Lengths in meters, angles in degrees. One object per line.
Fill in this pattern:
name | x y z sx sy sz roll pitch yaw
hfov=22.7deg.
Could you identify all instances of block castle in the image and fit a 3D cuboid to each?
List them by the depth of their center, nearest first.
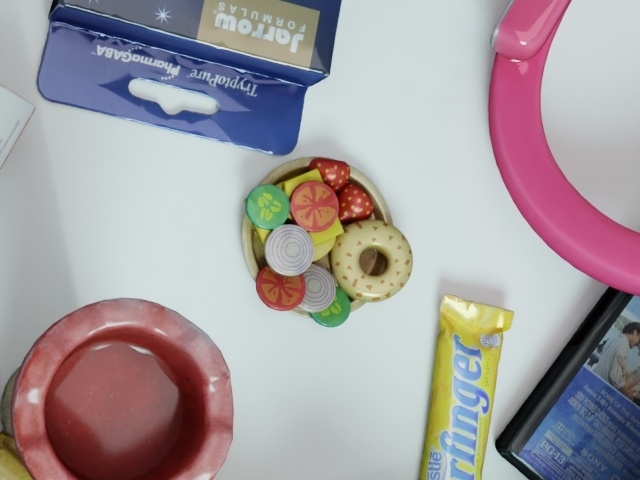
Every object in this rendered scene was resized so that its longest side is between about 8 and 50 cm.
block castle | -0.020 0.271 0.645 0.453 0.213 0.303 43 73 -11

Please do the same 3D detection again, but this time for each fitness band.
fitness band | 0.210 -0.106 0.814 0.209 0.054 0.291 33 81 5

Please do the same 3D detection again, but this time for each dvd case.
dvd case | 0.230 0.066 0.850 0.180 0.022 0.253 41 77 -11

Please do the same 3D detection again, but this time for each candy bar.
candy bar | 0.068 0.110 0.797 0.040 0.018 0.161 12 80 -18

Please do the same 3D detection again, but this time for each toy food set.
toy food set | 0.000 0.000 0.781 0.082 0.020 0.083 -25 93 -20

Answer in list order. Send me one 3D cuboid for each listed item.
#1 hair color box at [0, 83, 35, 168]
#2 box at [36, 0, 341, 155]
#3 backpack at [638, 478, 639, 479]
hair color box | -0.221 -0.060 0.691 0.167 0.053 0.093 31 76 -16
box | -0.050 -0.164 0.773 0.136 0.036 0.225 12 82 -18
backpack | 0.197 0.169 0.762 0.152 0.115 0.182 39 81 -9
